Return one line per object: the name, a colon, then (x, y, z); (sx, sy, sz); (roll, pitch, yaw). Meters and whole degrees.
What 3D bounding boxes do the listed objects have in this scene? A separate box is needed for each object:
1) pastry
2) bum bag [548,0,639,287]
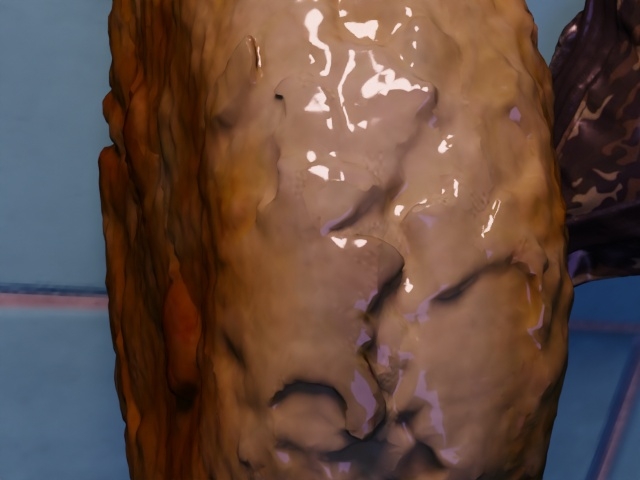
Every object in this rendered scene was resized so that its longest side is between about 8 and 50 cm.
pastry: (0.000, 0.000, 0.667); (0.136, 0.329, 0.329); (-2, 121, -17)
bum bag: (0.155, -0.078, 0.813); (0.102, 0.069, 0.248); (7, 120, -24)
